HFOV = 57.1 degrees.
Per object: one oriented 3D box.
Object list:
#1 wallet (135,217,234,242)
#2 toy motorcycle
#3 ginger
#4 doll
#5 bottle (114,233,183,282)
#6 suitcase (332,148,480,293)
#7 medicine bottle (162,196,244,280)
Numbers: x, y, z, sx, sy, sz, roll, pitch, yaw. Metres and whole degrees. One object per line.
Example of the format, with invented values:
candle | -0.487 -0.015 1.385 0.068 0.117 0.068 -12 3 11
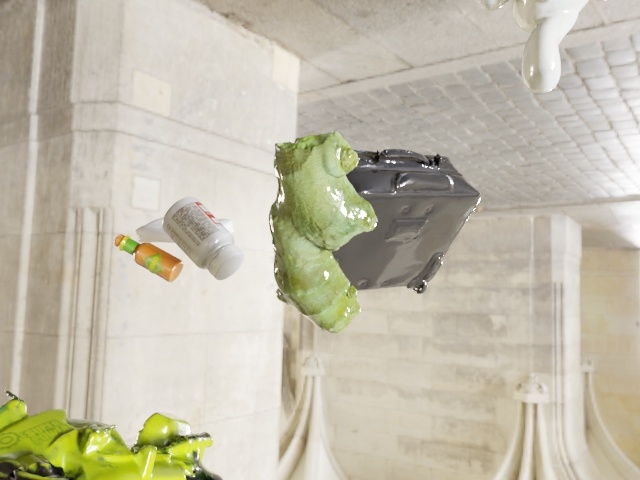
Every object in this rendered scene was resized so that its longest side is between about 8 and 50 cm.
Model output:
wallet | -0.265 -0.019 1.141 0.189 0.033 0.095 2 -160 25
toy motorcycle | -0.259 0.262 0.656 0.206 0.142 0.342 17 170 28
ginger | -0.001 -0.004 0.760 0.137 0.290 0.089 6 -153 -2
doll | 0.294 -0.464 0.907 0.365 0.376 0.187 27 157 5
bottle | -0.452 0.040 1.534 0.187 0.069 0.069 27 178 8
suitcase | 0.129 -0.039 1.235 0.345 0.188 0.339 -1 136 -29
medicine bottle | -0.195 -0.002 0.984 0.140 0.079 0.079 43 -169 20
